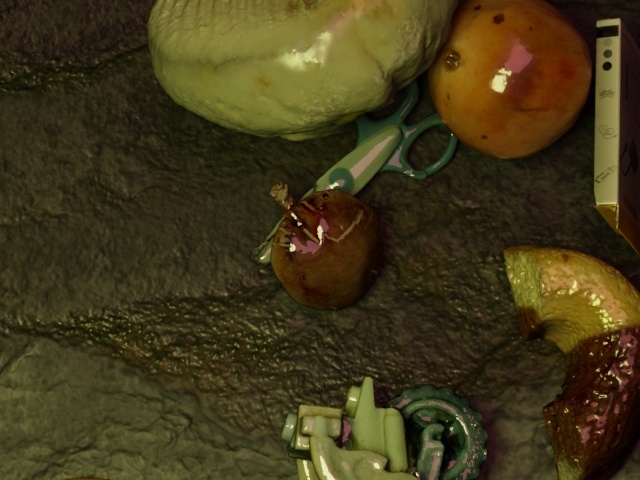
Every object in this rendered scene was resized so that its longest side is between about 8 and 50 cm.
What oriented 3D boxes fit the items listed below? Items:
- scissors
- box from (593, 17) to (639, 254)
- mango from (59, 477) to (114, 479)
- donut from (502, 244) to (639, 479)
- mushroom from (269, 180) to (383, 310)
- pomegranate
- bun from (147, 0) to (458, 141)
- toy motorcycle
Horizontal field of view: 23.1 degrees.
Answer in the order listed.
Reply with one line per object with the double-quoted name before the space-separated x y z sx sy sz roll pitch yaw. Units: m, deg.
"scissors" 0.030 -0.072 1.807 0.289 0.041 0.138 -44 90 -11
"box" 0.339 -0.117 1.780 0.033 0.129 0.247 -2 74 22
"mango" -0.263 0.308 1.690 0.161 0.076 0.103 0 83 8
"donut" 0.309 0.125 1.726 0.151 0.112 0.295 -11 77 -1
"mushroom" 0.001 0.000 1.743 0.135 0.080 0.170 -48 109 -16
"pomegranate" 0.213 -0.186 1.772 0.191 0.191 0.191 0 76 -1
"bun" -0.005 -0.238 1.730 0.365 0.365 0.219 -41 123 -10
"toy motorcycle" 0.037 0.337 1.644 0.237 0.169 0.410 15 70 -3
